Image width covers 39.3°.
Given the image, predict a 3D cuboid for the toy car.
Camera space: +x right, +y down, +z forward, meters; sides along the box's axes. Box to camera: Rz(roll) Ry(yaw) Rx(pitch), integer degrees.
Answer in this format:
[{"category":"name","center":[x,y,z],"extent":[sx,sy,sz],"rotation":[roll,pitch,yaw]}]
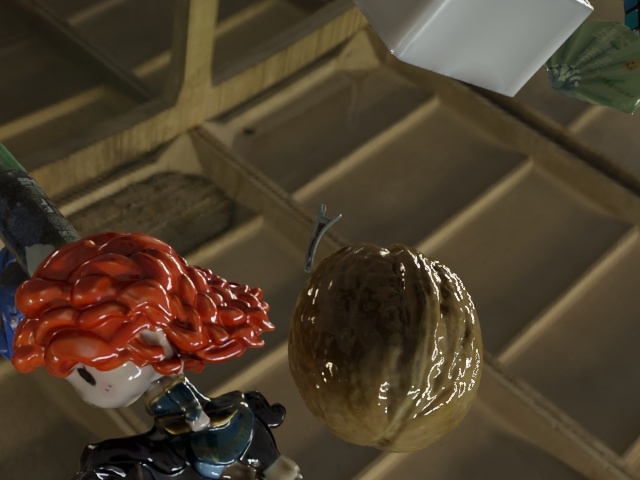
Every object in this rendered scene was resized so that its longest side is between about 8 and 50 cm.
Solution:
[{"category":"toy car","center":[-0.470,0.090,1.427],"extent":[0.103,0.216,0.063],"rotation":[-7,174,17]}]

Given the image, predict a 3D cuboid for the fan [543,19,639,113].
[{"category":"fan","center":[0.355,-0.236,1.171],"extent":[0.131,0.009,0.240],"rotation":[-33,-138,2]}]

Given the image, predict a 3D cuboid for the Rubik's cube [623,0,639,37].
[{"category":"Rubik's cube","center":[0.614,-0.355,1.483],"extent":[0.155,0.154,0.151],"rotation":[6,-102,-22]}]

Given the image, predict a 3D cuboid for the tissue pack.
[{"category":"tissue pack","center":[0.154,-0.273,0.960],"extent":[0.246,0.136,0.159],"rotation":[4,-132,-49]}]

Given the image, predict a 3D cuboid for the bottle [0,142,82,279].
[{"category":"bottle","center":[-0.427,-0.028,1.308],"extent":[0.093,0.093,0.330],"rotation":[-23,-127,-33]}]

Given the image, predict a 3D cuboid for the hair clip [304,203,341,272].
[{"category":"hair clip","center":[0.000,0.000,1.477],"extent":[0.039,0.115,0.030],"rotation":[19,179,18]}]

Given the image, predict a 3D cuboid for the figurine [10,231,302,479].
[{"category":"figurine","center":[-0.192,0.188,1.068],"extent":[0.306,0.241,0.411],"rotation":[-12,-94,-17]}]

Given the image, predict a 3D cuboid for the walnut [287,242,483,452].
[{"category":"walnut","center":[0.100,0.156,1.390],"extent":[0.333,0.332,0.332],"rotation":[7,-138,-6]}]
